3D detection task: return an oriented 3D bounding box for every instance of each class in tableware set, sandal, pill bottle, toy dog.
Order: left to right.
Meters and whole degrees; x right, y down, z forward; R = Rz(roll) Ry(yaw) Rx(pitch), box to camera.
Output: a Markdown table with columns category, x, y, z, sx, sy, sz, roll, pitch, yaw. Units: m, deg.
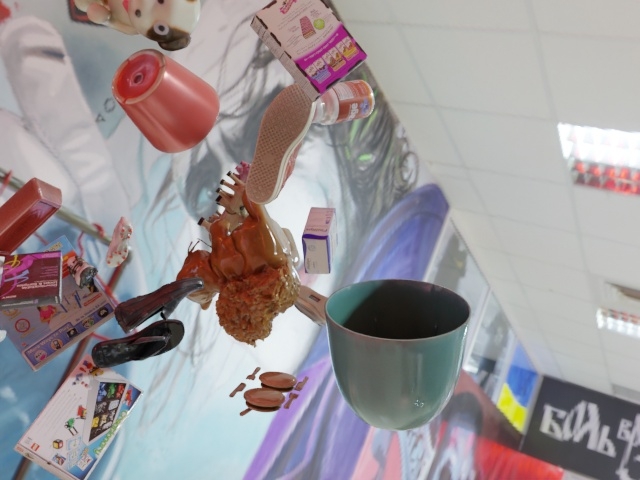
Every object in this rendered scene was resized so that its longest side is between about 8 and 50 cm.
| category | x | y | z | sx | sy | sz | roll | pitch | yaw |
| --- | --- | --- | --- | --- | --- | --- | --- | --- | --- |
| sandal | -0.483 | 0.289 | 1.882 | 0.054 | 0.254 | 0.097 | 38 | -38 | 56 |
| toy dog | -0.508 | -0.716 | 2.056 | 0.395 | 0.285 | 0.408 | 2 | 34 | -41 |
| tableware set | -0.104 | 0.325 | 1.477 | 0.128 | 0.039 | 0.194 | 9 | 10 | 11 |
| pill bottle | 0.049 | -0.420 | 2.140 | 0.216 | 0.121 | 0.121 | -17 | 9 | -33 |

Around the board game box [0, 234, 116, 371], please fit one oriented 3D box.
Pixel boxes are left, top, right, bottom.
| category | x | y | z | sx | sy | sz | roll | pitch | yaw |
| --- | --- | --- | --- | --- | --- | --- | --- | --- | --- |
| board game box | -0.845 | 0.192 | 2.168 | 0.302 | 0.308 | 0.086 | 58 | -23 | -10 |

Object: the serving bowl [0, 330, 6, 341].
| category | x | y | z | sx | sy | sz | roll | pitch | yaw |
| --- | --- | --- | --- | --- | --- | --- | --- | --- | --- |
| serving bowl | -0.675 | 0.198 | 1.398 | 0.083 | 0.027 | 0.083 | -6 | -9 | -1 |

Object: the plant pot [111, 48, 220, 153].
| category | x | y | z | sx | sy | sz | roll | pitch | yaw |
| --- | --- | --- | --- | --- | --- | --- | --- | --- | --- |
| plant pot | -0.488 | -0.438 | 2.145 | 0.275 | 0.275 | 0.243 | 14 | -15 | 30 |

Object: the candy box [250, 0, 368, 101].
| category | x | y | z | sx | sy | sz | roll | pitch | yaw |
| --- | --- | --- | --- | --- | --- | --- | --- | --- | --- |
| candy box | -0.027 | -0.462 | 1.615 | 0.233 | 0.159 | 0.071 | 51 | -17 | -7 |

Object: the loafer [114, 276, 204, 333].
| category | x | y | z | sx | sy | sz | roll | pitch | yaw |
| --- | --- | --- | --- | --- | --- | --- | --- | --- | --- |
| loafer | -0.377 | 0.153 | 1.665 | 0.078 | 0.223 | 0.076 | 63 | -22 | 9 |

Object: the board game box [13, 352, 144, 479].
| category | x | y | z | sx | sy | sz | roll | pitch | yaw |
| --- | --- | --- | --- | --- | --- | --- | --- | --- | --- |
| board game box | -0.626 | 0.469 | 1.837 | 0.193 | 0.305 | 0.053 | 37 | -46 | -8 |

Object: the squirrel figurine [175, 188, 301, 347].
| category | x | y | z | sx | sy | sz | roll | pitch | yaw |
| --- | --- | --- | --- | --- | --- | --- | --- | --- | --- |
| squirrel figurine | -0.257 | 0.113 | 2.092 | 0.370 | 0.397 | 0.281 | -27 | -31 | 9 |

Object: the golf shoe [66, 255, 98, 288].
| category | x | y | z | sx | sy | sz | roll | pitch | yaw |
| --- | --- | --- | --- | --- | --- | --- | --- | --- | --- |
| golf shoe | -0.720 | 0.091 | 2.080 | 0.094 | 0.077 | 0.198 | 40 | -15 | -11 |

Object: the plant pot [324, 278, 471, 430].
| category | x | y | z | sx | sy | sz | roll | pitch | yaw |
| --- | --- | --- | --- | --- | --- | --- | --- | --- | --- |
| plant pot | 0.154 | 0.241 | 1.429 | 0.293 | 0.235 | 0.293 | -1 | 19 | 0 |

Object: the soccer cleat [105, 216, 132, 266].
| category | x | y | z | sx | sy | sz | roll | pitch | yaw |
| --- | --- | --- | --- | --- | --- | --- | --- | --- | --- |
| soccer cleat | -0.700 | 0.007 | 2.431 | 0.068 | 0.196 | 0.076 | 9 | 33 | -34 |

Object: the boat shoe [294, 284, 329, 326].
| category | x | y | z | sx | sy | sz | roll | pitch | yaw |
| --- | --- | --- | --- | --- | --- | --- | --- | --- | --- |
| boat shoe | -0.002 | 0.223 | 2.196 | 0.227 | 0.079 | 0.081 | 32 | -40 | 34 |

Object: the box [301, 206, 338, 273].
| category | x | y | z | sx | sy | sz | roll | pitch | yaw |
| --- | --- | --- | --- | --- | --- | --- | --- | --- | --- |
| box | 0.000 | 0.000 | 1.853 | 0.072 | 0.137 | 0.126 | 4 | -49 | 11 |

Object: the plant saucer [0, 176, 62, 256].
| category | x | y | z | sx | sy | sz | roll | pitch | yaw |
| --- | --- | --- | --- | --- | --- | --- | --- | --- | --- |
| plant saucer | -0.794 | -0.046 | 1.832 | 0.048 | 0.258 | 0.259 | 46 | -6 | -3 |

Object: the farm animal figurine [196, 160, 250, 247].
| category | x | y | z | sx | sy | sz | roll | pitch | yaw |
| --- | --- | --- | --- | --- | --- | --- | --- | --- | --- |
| farm animal figurine | -0.274 | -0.098 | 2.345 | 0.172 | 0.327 | 0.330 | 37 | 12 | 0 |

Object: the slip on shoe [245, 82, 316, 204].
| category | x | y | z | sx | sy | sz | roll | pitch | yaw |
| --- | --- | --- | --- | --- | --- | --- | --- | --- | --- |
| slip on shoe | -0.101 | -0.250 | 1.809 | 0.123 | 0.331 | 0.101 | 22 | 7 | 11 |

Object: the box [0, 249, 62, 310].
| category | x | y | z | sx | sy | sz | roll | pitch | yaw |
| --- | --- | --- | --- | --- | --- | --- | --- | --- | --- |
| box | -0.596 | 0.080 | 1.442 | 0.116 | 0.029 | 0.162 | -6 | 36 | -16 |
